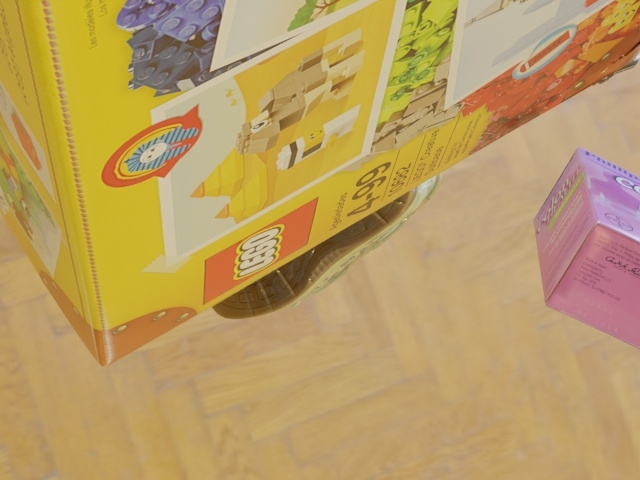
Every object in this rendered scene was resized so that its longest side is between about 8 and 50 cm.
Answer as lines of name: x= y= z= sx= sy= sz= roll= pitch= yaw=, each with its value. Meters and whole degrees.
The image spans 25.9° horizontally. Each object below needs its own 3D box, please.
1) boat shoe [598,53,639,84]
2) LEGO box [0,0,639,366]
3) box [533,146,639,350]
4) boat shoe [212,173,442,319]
boat shoe: x=0.319 y=-0.199 z=1.631 sx=0.125 sy=0.046 sz=0.038 roll=-14 pitch=119 yaw=-25
LEGO box: x=0.008 y=-0.187 z=0.571 sx=0.372 sy=0.500 sz=0.193 roll=-30 pitch=73 yaw=-16
box: x=0.374 y=0.023 z=1.618 sx=0.213 sy=0.117 sz=0.243 roll=26 pitch=23 yaw=-6
boat shoe: x=0.000 y=0.000 z=1.424 sx=0.089 sy=0.285 sz=0.104 roll=-4 pitch=69 yaw=-57
